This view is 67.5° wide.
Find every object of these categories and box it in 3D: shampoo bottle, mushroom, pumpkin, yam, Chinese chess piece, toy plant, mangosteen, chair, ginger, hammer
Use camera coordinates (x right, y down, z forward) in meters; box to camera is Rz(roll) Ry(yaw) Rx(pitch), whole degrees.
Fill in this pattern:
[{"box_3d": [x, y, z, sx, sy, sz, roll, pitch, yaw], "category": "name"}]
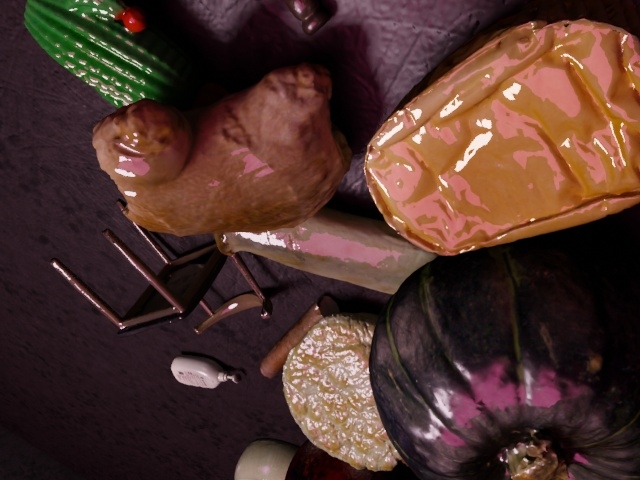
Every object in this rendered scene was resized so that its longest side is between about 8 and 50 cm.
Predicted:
[{"box_3d": [-0.237, 0.278, 1.005, 0.151, 0.045, 0.077, 1, 128, 26], "category": "shampoo bottle"}, {"box_3d": [0.000, 0.000, 0.625, 0.311, 0.081, 0.100, 13, 139, 8], "category": "mushroom"}, {"box_3d": [0.211, 0.138, 0.515, 0.322, 0.242, 0.324, 3, 134, 3], "category": "pumpkin"}, {"box_3d": [-0.045, 0.176, 0.824, 0.046, 0.046, 0.264, 33, 134, -6], "category": "yam"}, {"box_3d": [-0.091, 0.600, 1.189, 0.250, 0.101, 0.251, 13, 135, 14], "category": "Chinese chess piece"}, {"box_3d": [-0.207, -0.191, 0.545, 0.154, 0.088, 0.240, -8, 143, 40], "category": "toy plant"}, {"box_3d": [0.055, 0.495, 0.885, 0.310, 0.311, 0.312, 13, 134, 14], "category": "mangosteen"}, {"box_3d": [-0.217, 0.063, 0.716, 0.188, 0.166, 0.272, -20, 119, 37], "category": "chair"}, {"box_3d": [-0.102, -0.089, 0.495, 0.275, 0.130, 0.221, -29, 149, 18], "category": "ginger"}, {"box_3d": [0.082, -0.268, 0.383, 0.292, 0.029, 0.058, -21, 120, 35], "category": "hammer"}]

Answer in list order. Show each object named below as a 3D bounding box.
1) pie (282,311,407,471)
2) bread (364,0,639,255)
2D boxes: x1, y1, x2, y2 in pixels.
[{"box_3d": [0.064, 0.239, 0.757, 0.256, 0.105, 0.275, 12, 113, 7], "category": "pie"}, {"box_3d": [0.167, -0.094, 0.419, 0.179, 0.133, 0.250, 45, 132, -16], "category": "bread"}]
